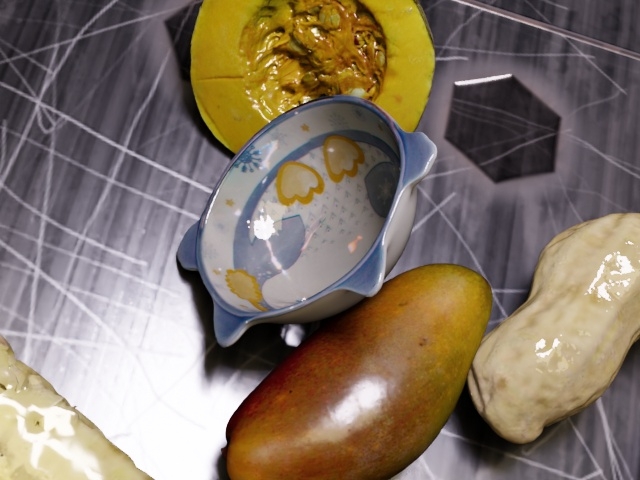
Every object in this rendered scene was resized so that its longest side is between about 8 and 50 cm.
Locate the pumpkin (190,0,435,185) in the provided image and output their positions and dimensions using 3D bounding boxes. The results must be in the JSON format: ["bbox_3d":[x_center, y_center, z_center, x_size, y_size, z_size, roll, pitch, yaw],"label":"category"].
[{"bbox_3d":[0.006,-0.164,1.067,0.217,0.217,0.110,40,26,7],"label":"pumpkin"}]

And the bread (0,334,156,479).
[{"bbox_3d":[-0.153,0.173,0.797,0.279,0.248,0.315,-2,78,-21],"label":"bread"}]

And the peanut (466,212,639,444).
[{"bbox_3d":[0.217,0.065,1.023,0.256,0.123,0.123,-39,79,-24],"label":"peanut"}]

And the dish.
[{"bbox_3d":[0.000,0.000,0.980,0.086,0.236,0.228,38,64,-42],"label":"dish"}]

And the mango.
[{"bbox_3d":[0.040,0.116,0.945,0.267,0.111,0.133,-39,40,-26],"label":"mango"}]
